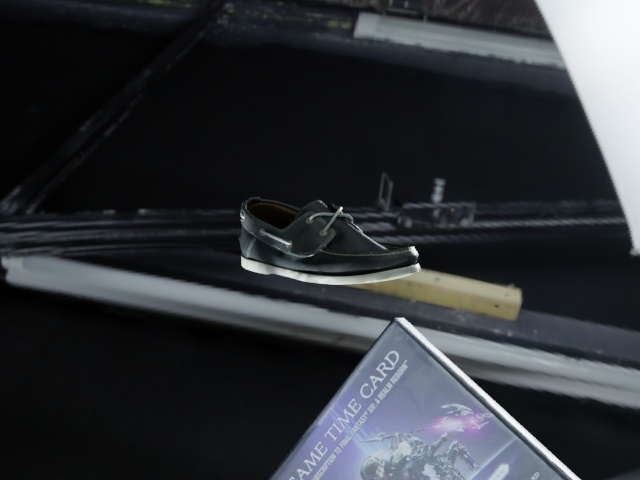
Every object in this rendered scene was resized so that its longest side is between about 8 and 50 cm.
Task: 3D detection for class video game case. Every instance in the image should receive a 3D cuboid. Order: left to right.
[{"bbox_3d":[0.100,0.222,0.658,0.274,0.196,0.026,43,-165,26],"label":"video game case"}]

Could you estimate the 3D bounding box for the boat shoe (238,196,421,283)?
[{"bbox_3d":[0.000,0.000,0.858,0.084,0.079,0.233,-11,-165,-44],"label":"boat shoe"}]
